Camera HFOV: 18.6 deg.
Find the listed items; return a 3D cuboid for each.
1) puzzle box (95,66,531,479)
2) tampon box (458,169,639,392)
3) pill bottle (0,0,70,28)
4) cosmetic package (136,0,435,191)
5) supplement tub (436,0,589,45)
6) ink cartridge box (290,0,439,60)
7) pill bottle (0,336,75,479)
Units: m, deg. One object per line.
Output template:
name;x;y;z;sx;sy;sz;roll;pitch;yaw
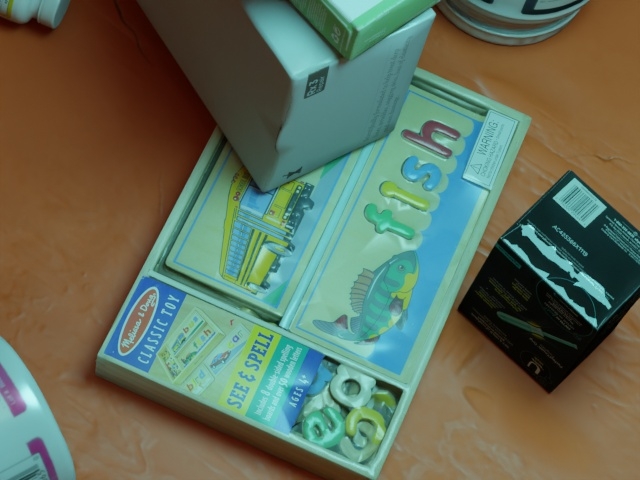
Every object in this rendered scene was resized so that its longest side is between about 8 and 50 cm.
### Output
puzzle box;0.000;0.000;1.797;0.272;0.052;0.409;23;64;3
tampon box;0.214;0.039;1.751;0.120;0.161;0.101;44;66;10
pill bottle;-0.298;-0.245;1.857;0.116;0.065;0.065;23;64;2
cosmetic package;-0.075;-0.264;1.763;0.156;0.217;0.385;-28;74;-20
supplement tub;0.205;-0.326;1.859;0.191;0.272;0.191;4;64;-8
ink cartridge box;0.013;-0.284;1.639;0.171;0.056;0.235;-36;73;-24
pill bottle;-0.358;0.202;1.583;0.283;0.160;0.160;-28;72;-20
